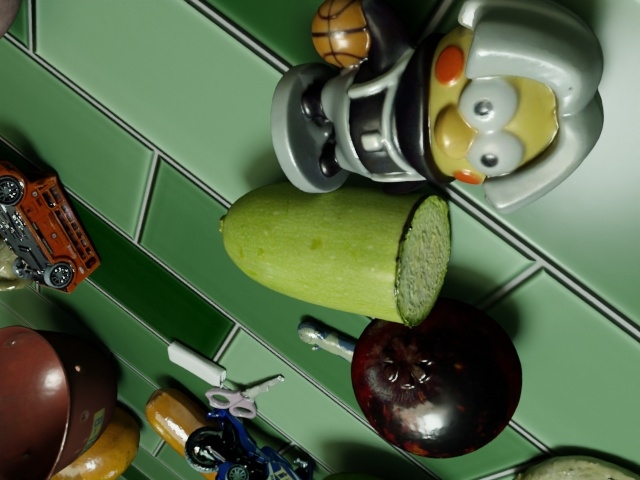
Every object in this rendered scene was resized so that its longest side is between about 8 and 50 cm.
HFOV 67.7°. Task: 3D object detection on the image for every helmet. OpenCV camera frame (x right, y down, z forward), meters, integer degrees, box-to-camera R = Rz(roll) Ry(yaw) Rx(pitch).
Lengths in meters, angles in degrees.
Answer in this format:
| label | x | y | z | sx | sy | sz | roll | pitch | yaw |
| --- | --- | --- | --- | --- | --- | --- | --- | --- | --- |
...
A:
| label | x | y | z | sx | sy | sz | roll | pitch | yaw |
| --- | --- | --- | --- | --- | --- | --- | --- | --- | --- |
| helmet | -0.607 | 0.372 | 1.093 | 0.338 | 0.230 | 0.384 | 27 | 99 | 23 |

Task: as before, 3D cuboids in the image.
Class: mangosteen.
| label | x | y | z | sx | sy | sz | roll | pitch | yaw |
| --- | --- | --- | --- | --- | --- | --- | --- | --- | --- |
| mangosteen | 0.131 | 0.154 | 0.534 | 0.200 | 0.200 | 0.199 | 17 | 131 | 21 |

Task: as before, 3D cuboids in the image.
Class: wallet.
| label | x | y | z | sx | sy | sz | roll | pitch | yaw |
| --- | --- | --- | --- | --- | --- | --- | --- | --- | --- |
| wallet | -0.241 | 0.243 | 0.930 | 0.122 | 0.025 | 0.061 | 26 | 132 | 13 |

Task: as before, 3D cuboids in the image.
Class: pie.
| label | x | y | z | sx | sy | sz | roll | pitch | yaw |
| --- | --- | --- | --- | --- | --- | --- | --- | --- | --- |
| pie | 0.346 | 0.360 | 0.623 | 0.185 | 0.052 | 0.218 | -1 | 125 | 32 |

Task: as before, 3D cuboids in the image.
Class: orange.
| label | x | y | z | sx | sy | sz | roll | pitch | yaw |
| --- | --- | --- | --- | --- | --- | --- | --- | --- | --- |
| orange | -0.593 | 0.537 | 1.240 | 0.240 | 0.240 | 0.171 | 8 | 110 | 28 |

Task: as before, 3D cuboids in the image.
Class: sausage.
| label | x | y | z | sx | sy | sz | roll | pitch | yaw |
| --- | --- | --- | --- | --- | --- | --- | --- | --- | --- |
| sausage | -0.267 | 0.428 | 1.040 | 0.274 | 0.105 | 0.105 | 47 | 135 | -8 |

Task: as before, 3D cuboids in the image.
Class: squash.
| label | x | y | z | sx | sy | sz | roll | pitch | yaw |
| --- | --- | --- | --- | --- | --- | --- | --- | --- | --- |
| squash | 0.000 | 0.000 | 0.512 | 0.247 | 0.132 | 0.132 | 11 | 129 | 30 |

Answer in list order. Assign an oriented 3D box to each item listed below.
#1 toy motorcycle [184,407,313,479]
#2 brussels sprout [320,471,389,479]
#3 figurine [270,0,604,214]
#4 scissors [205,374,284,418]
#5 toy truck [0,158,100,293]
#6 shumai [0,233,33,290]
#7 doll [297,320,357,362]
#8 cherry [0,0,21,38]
| label | x | y | z | sx | sy | sz | roll | pitch | yaw |
| --- | --- | --- | --- | --- | --- | --- | --- | --- | --- |
| toy motorcycle | -0.121 | 0.450 | 0.930 | 0.316 | 0.169 | 0.113 | 35 | 127 | 18 |
| brussels sprout | 0.114 | 0.563 | 0.775 | 0.315 | 0.276 | 0.370 | 0 | 124 | 37 |
| figurine | 0.084 | -0.110 | 0.372 | 0.237 | 0.133 | 0.175 | 5 | 128 | 34 |
| scissors | -0.131 | 0.288 | 0.889 | 0.110 | 0.021 | 0.212 | 35 | 134 | -20 |
| toy truck | -0.485 | -0.033 | 0.810 | 0.108 | 0.114 | 0.252 | 10 | 130 | 27 |
| shumai | -0.652 | -0.020 | 0.901 | 0.267 | 0.313 | 0.262 | 16 | 175 | 20 |
| doll | 0.022 | 0.150 | 0.685 | 0.125 | 0.027 | 0.037 | 23 | 126 | 16 |
| cherry | -0.423 | -0.319 | 0.498 | 0.240 | 0.205 | 0.239 | 20 | 167 | 5 |
